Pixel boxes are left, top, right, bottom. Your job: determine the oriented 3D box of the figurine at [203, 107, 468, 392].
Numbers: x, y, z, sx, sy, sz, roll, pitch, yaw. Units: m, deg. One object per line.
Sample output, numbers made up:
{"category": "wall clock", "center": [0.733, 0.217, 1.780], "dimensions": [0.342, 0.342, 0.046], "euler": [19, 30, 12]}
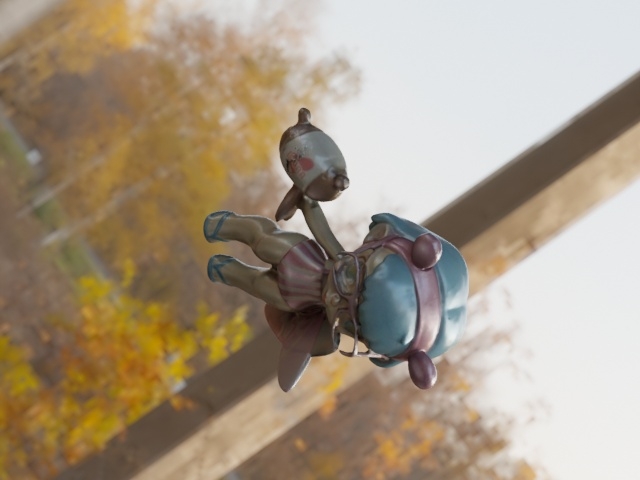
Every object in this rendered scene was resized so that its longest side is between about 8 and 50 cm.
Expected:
{"category": "figurine", "center": [0.009, 0.006, 1.269], "dimensions": [0.260, 0.103, 0.205], "euler": [14, -79, 48]}
